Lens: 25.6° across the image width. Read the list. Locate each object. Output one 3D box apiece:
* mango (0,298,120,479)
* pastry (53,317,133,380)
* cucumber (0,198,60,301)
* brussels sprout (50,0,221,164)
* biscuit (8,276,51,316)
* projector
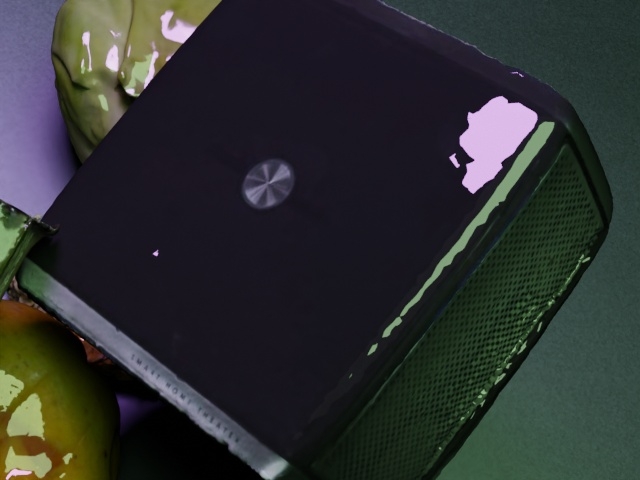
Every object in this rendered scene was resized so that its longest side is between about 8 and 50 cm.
[{"bbox_3d":[-0.309,0.234,1.332,0.253,0.182,0.364,1,72,-27],"label":"mango"},{"bbox_3d":[-0.230,0.111,1.504,0.140,0.056,0.080,12,64,-24],"label":"pastry"},{"bbox_3d":[-0.361,0.100,1.203,0.145,0.105,0.325,25,86,9],"label":"cucumber"},{"bbox_3d":[-0.151,-0.193,1.611,0.328,0.247,0.328,2,66,-5],"label":"brussels sprout"},{"bbox_3d":[-0.258,0.036,1.529,0.169,0.070,0.082,-7,55,-24],"label":"biscuit"},{"bbox_3d":[0.000,0.000,1.289,0.395,0.242,0.405,32,80,34],"label":"projector"}]
